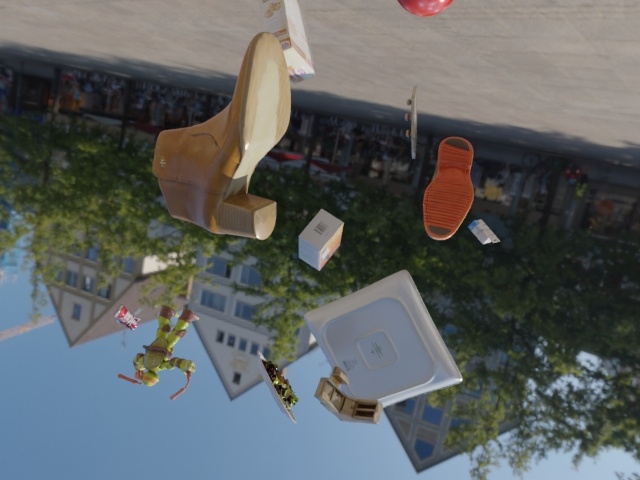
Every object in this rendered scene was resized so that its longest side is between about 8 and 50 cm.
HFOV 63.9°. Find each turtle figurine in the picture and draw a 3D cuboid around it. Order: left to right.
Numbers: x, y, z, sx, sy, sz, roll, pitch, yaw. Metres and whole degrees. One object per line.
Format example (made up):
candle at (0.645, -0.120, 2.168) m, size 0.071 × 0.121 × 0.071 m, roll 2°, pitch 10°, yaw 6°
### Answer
turtle figurine at (-0.407, 0.274, 1.291) m, size 0.270 × 0.217 × 0.087 m, roll -6°, pitch 144°, yaw 37°

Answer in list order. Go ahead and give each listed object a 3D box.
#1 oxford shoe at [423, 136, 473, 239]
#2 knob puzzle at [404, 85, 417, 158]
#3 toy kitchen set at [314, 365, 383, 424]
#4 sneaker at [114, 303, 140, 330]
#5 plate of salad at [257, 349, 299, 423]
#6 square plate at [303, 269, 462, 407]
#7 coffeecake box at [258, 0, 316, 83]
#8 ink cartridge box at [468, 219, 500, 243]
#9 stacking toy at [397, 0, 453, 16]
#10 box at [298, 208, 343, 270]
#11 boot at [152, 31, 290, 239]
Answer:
oxford shoe at (0.369, -0.130, 1.480) m, size 0.130 × 0.363 × 0.132 m, roll 15°, pitch 147°, yaw 12°
knob puzzle at (0.255, -0.323, 1.446) m, size 0.030 × 0.213 × 0.213 m, roll 1°, pitch -172°, yaw 12°
toy kitchen set at (0.050, 0.239, 0.817) m, size 0.075 × 0.068 × 0.083 m, roll -10°, pitch 132°, yaw 38°
sneaker at (-0.579, 0.232, 1.542) m, size 0.067 × 0.042 × 0.118 m, roll 30°, pitch 151°, yaw -2°
plate of salad at (-0.099, 0.354, 1.261) m, size 0.048 × 0.199 × 0.200 m, roll -28°, pitch -163°, yaw -7°
square plate at (0.163, 0.302, 1.432) m, size 0.344 × 0.347 × 0.049 m, roll -27°, pitch -178°, yaw 21°
coffeecake box at (-0.080, -0.494, 1.225) m, size 0.068 × 0.185 × 0.142 m, roll -14°, pitch 166°, yaw 20°
ink cartridge box at (0.462, -0.019, 1.450) m, size 0.048 × 0.028 × 0.083 m, roll -8°, pitch -125°, yaw -45°
stacking toy at (0.197, -0.420, 0.602) m, size 0.141 × 0.330 × 0.141 m, roll 19°, pitch -140°, yaw -16°
box at (0.000, 0.000, 1.716) m, size 0.091 × 0.130 × 0.170 m, roll 33°, pitch 158°, yaw 13°
boot at (-0.158, -0.151, 0.746) m, size 0.211 × 0.295 × 0.104 m, roll 17°, pitch -158°, yaw 29°
